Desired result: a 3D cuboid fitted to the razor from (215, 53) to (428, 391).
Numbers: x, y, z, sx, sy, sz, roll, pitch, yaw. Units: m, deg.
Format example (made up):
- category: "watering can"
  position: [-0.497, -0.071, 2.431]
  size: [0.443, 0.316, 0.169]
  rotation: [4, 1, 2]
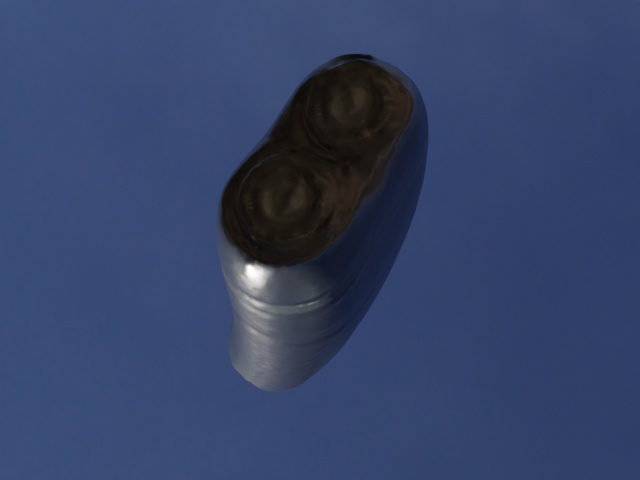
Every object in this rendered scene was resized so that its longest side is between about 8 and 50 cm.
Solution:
- category: "razor"
  position: [0.001, 0.001, 1.302]
  size: [0.113, 0.349, 0.204]
  rotation: [29, -108, 9]
